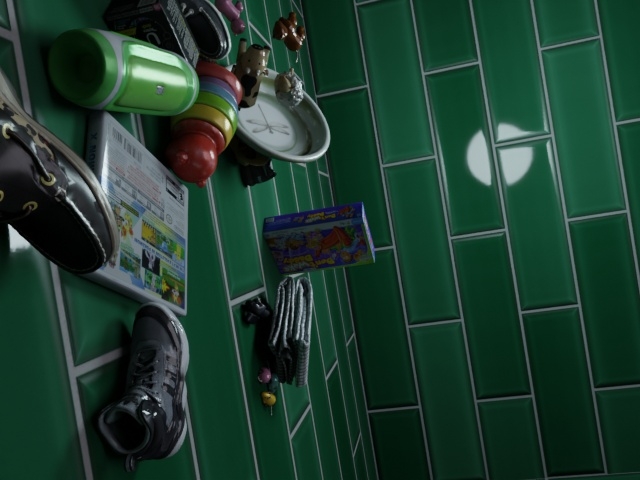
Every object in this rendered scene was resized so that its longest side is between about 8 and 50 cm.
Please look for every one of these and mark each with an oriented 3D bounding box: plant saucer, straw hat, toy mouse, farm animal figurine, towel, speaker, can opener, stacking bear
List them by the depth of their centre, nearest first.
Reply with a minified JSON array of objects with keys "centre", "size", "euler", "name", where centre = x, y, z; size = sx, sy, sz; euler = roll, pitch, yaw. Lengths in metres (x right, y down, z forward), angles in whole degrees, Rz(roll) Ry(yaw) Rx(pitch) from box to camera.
[{"centre":[-0.335,-0.292,0.978],"size":[0.296,0.131,0.131],"euler":[-31,112,-71],"name":"speaker"},{"centre":[-0.277,-0.255,1.252],"size":[0.175,0.164,0.288],"euler":[67,23,-52],"name":"stacking bear"},{"centre":[-0.210,-0.474,1.452],"size":[0.326,0.331,0.172],"euler":[94,0,-57],"name":"farm animal figurine"},{"centre":[-0.184,0.208,1.620],"size":[0.059,0.073,0.186],"euler":[43,-1,14],"name":"can opener"},{"centre":[-0.151,0.418,1.634],"size":[0.143,0.031,0.161],"euler":[-88,164,-45],"name":"toy mouse"},{"centre":[-0.232,-0.268,1.685],"size":[0.145,0.061,0.144],"euler":[22,45,-24],"name":"straw hat"},{"centre":[-0.161,-0.378,1.708],"size":[0.401,0.100,0.400],"euler":[22,45,-25],"name":"plant saucer"},{"centre":[-0.091,0.287,1.722],"size":[0.283,0.122,0.235],"euler":[-87,180,-46],"name":"towel"}]

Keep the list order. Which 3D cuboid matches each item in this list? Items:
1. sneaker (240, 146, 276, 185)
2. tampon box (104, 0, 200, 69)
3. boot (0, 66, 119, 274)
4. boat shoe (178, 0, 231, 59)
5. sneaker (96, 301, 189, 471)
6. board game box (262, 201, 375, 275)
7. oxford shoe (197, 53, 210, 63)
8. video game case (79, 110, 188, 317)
[{"centre":[-0.205,-0.308,1.772],"size":[0.101,0.106,0.267],"euler":[30,51,-74],"name":"sneaker"},{"centre":[-0.340,-0.423,1.126],"size":[0.161,0.121,0.101],"euler":[69,16,-46],"name":"tampon box"},{"centre":[-0.379,-0.040,0.567],"size":[0.284,0.138,0.377],"euler":[-87,160,-51],"name":"boot"},{"centre":[-0.322,-0.524,1.207],"size":[0.302,0.114,0.091],"euler":[47,29,-12],"name":"boat shoe"},{"centre":[-0.288,0.235,0.898],"size":[0.153,0.101,0.268],"euler":[32,52,-79],"name":"sneaker"},{"centre":[0.000,0.000,1.921],"size":[0.233,0.347,0.078],"euler":[70,16,-44],"name":"board game box"},{"centre":[-0.315,-0.440,1.339],"size":[0.227,0.096,0.082],"euler":[56,31,-59],"name":"oxford shoe"},{"centre":[-0.340,-0.033,1.041],"size":[0.329,0.036,0.299],"euler":[57,26,-66],"name":"video game case"}]
